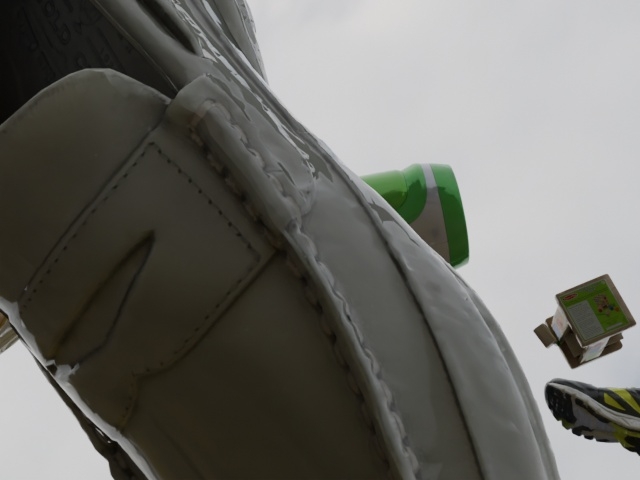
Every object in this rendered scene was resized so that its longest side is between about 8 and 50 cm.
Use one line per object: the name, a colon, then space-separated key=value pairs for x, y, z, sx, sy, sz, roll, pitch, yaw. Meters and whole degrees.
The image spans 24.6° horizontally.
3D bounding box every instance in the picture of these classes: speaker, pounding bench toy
speaker: x=0.000 y=0.000 z=1.538 sx=0.297 sy=0.131 sz=0.131 roll=-11 pitch=-60 yaw=-1
pounding bench toy: x=0.218 y=0.078 z=1.268 sx=0.083 sy=0.052 sz=0.065 roll=-21 pitch=-24 yaw=-13

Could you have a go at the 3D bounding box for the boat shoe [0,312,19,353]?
boat shoe: x=-0.211 y=0.059 z=0.730 sx=0.063 sy=0.170 sz=0.059 roll=36 pitch=-33 yaw=11

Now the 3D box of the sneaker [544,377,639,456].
sneaker: x=0.171 y=0.099 z=0.851 sx=0.083 sy=0.035 sz=0.031 roll=24 pitch=-43 yaw=18

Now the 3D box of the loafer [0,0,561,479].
loafer: x=-0.046 y=0.003 z=0.374 sx=0.112 sy=0.111 sz=0.319 roll=-53 pitch=-125 yaw=31
